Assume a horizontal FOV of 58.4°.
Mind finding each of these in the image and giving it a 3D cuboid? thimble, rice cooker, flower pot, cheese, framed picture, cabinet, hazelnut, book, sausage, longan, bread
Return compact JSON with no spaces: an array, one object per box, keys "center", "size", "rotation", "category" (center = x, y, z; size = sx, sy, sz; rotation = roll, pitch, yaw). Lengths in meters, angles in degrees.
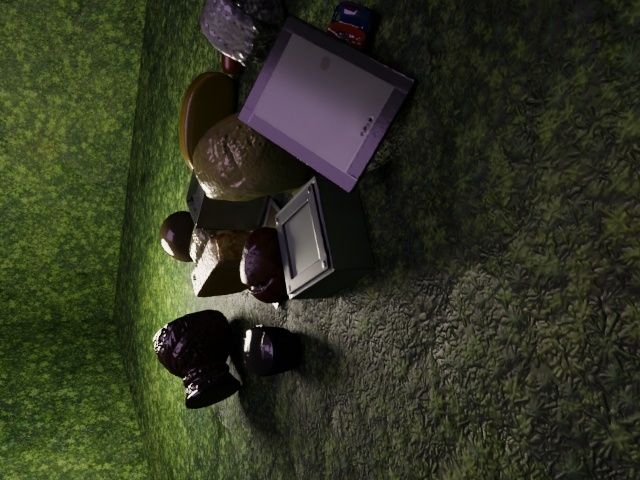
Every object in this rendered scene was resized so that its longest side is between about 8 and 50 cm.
[{"center":[-0.221,-0.642,1.654],"size":[0.245,0.217,0.157],"rotation":[62,143,19],"category":"thimble"},{"center":[-0.144,0.305,1.594],"size":[0.203,0.119,0.142],"rotation":[-6,85,60],"category":"rice cooker"},{"center":[-0.404,0.412,1.951],"size":[0.267,0.267,0.266],"rotation":[63,142,23],"category":"flower pot"},{"center":[-0.387,-0.008,2.030],"size":[0.190,0.138,0.143],"rotation":[-101,26,-50],"category":"thimble"},{"center":[0.021,-0.367,1.287],"size":[0.217,0.129,0.329],"rotation":[29,103,23],"category":"cheese"},{"center":[-0.134,0.038,1.687],"size":[0.217,0.017,0.274],"rotation":[53,134,49],"category":"framed picture"},{"center":[-0.293,-0.128,1.780],"size":[0.145,0.206,0.150],"rotation":[59,138,43],"category":"cabinet"},{"center":[-0.129,0.061,1.520],"size":[0.178,0.178,0.203],"rotation":[11,130,61],"category":"hazelnut"},{"center":[-0.042,-0.113,1.526],"size":[0.111,0.014,0.077],"rotation":[-30,62,57],"category":"book"},{"center":[-0.298,-0.661,1.939],"size":[0.076,0.076,0.197],"rotation":[7,95,61],"category":"sausage"},{"center":[0.000,-0.296,1.217],"size":[0.347,0.016,0.264],"rotation":[35,105,23],"category":"framed picture"},{"center":[-0.542,-0.017,2.257],"size":[0.198,0.198,0.212],"rotation":[-58,43,44],"category":"longan"},{"center":[-0.268,0.070,1.727],"size":[0.274,0.185,0.114],"rotation":[-46,54,53],"category":"bread"},{"center":[-0.169,-0.227,1.467],"size":[0.321,0.321,0.237],"rotation":[-9,96,61],"category":"bread"}]

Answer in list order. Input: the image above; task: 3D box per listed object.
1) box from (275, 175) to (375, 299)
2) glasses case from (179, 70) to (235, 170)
[{"center":[0.000,0.000,1.340],"size":[0.225,0.118,0.224],"rotation":[-39,56,54],"category":"box"},{"center":[-0.408,-0.410,2.030],"size":[0.141,0.173,0.370],"rotation":[-148,63,-61],"category":"glasses case"}]
